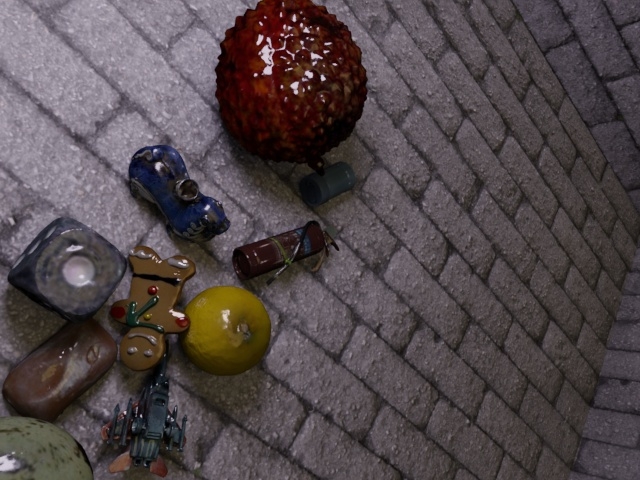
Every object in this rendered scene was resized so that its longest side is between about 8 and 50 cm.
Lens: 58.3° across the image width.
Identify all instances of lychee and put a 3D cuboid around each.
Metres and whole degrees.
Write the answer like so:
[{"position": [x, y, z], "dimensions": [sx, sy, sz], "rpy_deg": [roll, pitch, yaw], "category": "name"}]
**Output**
[{"position": [-0.072, -0.394, 1.547], "dimensions": [0.425, 0.425, 0.499], "rpy_deg": [-32, 122, -35], "category": "lychee"}]

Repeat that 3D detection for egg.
[{"position": [-0.639, 0.488, 1.105], "dimensions": [0.379, 0.288, 0.287], "rpy_deg": [12, 80, -41], "category": "egg"}]

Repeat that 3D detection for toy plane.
[{"position": [-0.409, 0.405, 1.410], "dimensions": [0.223, 0.104, 0.326], "rpy_deg": [22, 73, -34], "category": "toy plane"}]

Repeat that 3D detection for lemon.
[{"position": [-0.237, 0.234, 1.486], "dimensions": [0.241, 0.219, 0.240], "rpy_deg": [4, 82, -34], "category": "lemon"}]

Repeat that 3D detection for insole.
[{"position": [0.000, 0.000, 1.824], "dimensions": [0.153, 0.002, 0.053], "rpy_deg": [-33, 107, -35], "category": "insole"}]

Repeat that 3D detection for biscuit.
[{"position": [-0.412, 0.167, 1.398], "dimensions": [0.197, 0.049, 0.301], "rpy_deg": [10, 76, 3], "category": "biscuit"}]

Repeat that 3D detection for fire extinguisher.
[{"position": [-0.086, 0.033, 1.688], "dimensions": [0.341, 0.105, 0.141], "rpy_deg": [-19, 94, -37], "category": "fire extinguisher"}]

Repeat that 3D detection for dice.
[{"position": [-0.556, 0.066, 1.269], "dimensions": [0.181, 0.183, 0.182], "rpy_deg": [46, 62, -28], "category": "dice"}]

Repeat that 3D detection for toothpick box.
[{"position": [0.023, -0.177, 1.794], "dimensions": [0.153, 0.101, 0.101], "rpy_deg": [-29, 104, -37], "category": "toothpick box"}]

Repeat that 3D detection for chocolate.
[{"position": [-0.577, 0.295, 1.299], "dimensions": [0.161, 0.083, 0.261], "rpy_deg": [52, 59, -21], "category": "chocolate"}]

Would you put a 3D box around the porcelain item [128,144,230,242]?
[{"position": [-0.355, -0.114, 1.440], "dimensions": [0.138, 0.186, 0.288], "rpy_deg": [-45, 112, -30], "category": "porcelain item"}]
